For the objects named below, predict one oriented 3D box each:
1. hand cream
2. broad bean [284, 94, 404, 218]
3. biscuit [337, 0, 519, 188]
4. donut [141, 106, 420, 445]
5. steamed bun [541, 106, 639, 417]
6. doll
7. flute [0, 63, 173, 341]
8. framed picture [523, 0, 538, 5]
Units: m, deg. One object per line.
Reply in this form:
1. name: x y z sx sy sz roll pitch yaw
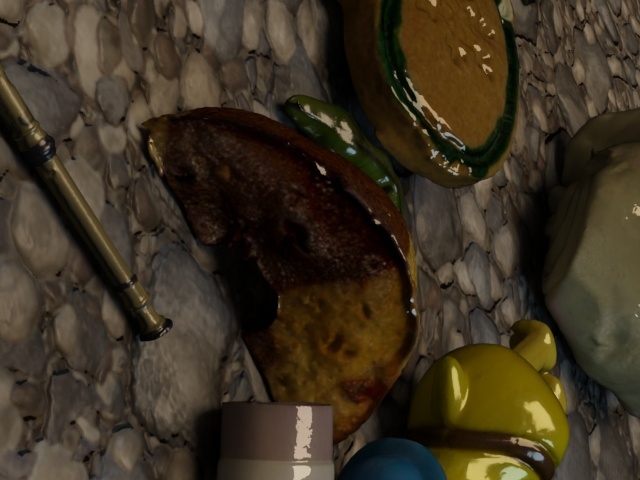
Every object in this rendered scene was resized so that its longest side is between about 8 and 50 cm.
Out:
1. hand cream: -0.036 0.238 1.073 0.133 0.083 0.248 7 82 -59
2. broad bean: 0.033 -0.068 1.324 0.195 0.046 0.061 56 34 -34
3. biscuit: 0.097 -0.219 1.430 0.287 0.057 0.344 41 40 -30
4. donut: 0.000 0.000 1.153 0.295 0.151 0.112 63 23 -21
5. steamed bun: 0.411 0.011 1.722 0.352 0.247 0.339 49 39 -32
6. doll: 0.124 0.195 1.284 0.363 0.145 0.199 -37 115 -50
7. flute: -0.165 -0.027 1.000 0.233 0.027 0.027 60 35 -25
8. framed picture: 0.264 -0.426 1.840 0.189 0.023 0.260 -30 112 -60
